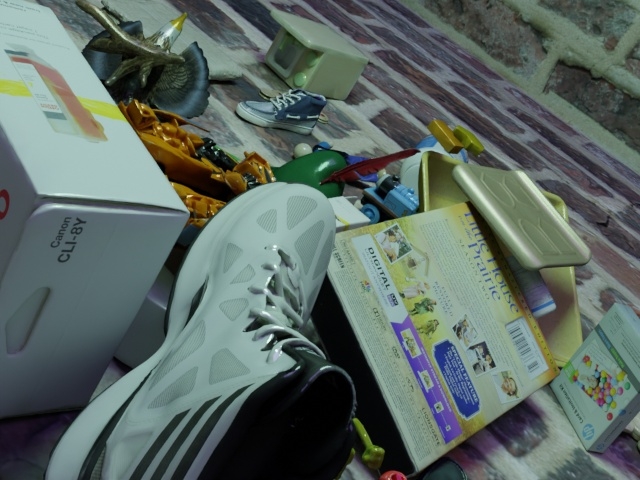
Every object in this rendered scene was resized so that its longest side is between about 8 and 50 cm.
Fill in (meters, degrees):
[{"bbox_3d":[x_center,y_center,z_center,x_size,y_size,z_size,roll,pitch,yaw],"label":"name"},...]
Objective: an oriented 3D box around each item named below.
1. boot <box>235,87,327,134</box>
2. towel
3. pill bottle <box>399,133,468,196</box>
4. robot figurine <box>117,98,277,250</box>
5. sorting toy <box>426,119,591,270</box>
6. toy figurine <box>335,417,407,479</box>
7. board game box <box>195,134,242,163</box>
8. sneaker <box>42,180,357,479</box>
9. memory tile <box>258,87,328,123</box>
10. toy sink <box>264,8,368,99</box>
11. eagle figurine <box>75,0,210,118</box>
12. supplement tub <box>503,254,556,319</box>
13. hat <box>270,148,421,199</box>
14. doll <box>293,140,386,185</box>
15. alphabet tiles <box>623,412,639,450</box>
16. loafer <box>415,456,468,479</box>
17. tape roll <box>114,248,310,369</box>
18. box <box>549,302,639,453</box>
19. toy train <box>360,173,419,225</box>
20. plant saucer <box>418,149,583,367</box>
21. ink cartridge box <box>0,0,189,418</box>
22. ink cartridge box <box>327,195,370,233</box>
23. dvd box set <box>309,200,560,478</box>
[{"bbox_3d":[-0.079,-0.277,1.715,0.190,0.086,0.069,5,37,-41],"label":"boot"},{"bbox_3d":[-0.317,-0.418,1.761,0.282,0.049,0.187,41,30,18],"label":"towel"},{"bbox_3d":[0.235,-0.145,1.764,0.124,0.124,0.221,33,27,5],"label":"pill bottle"},{"bbox_3d":[-0.131,-0.058,0.995,0.291,0.085,0.211,15,47,-59],"label":"robot figurine"},{"bbox_3d":[0.300,-0.071,1.381,0.229,0.041,0.307,-4,53,-51],"label":"sorting toy"},{"bbox_3d":[-0.041,0.285,0.709,0.217,0.191,0.362,3,36,-34],"label":"toy figurine"},{"bbox_3d":[-0.193,-0.092,1.347,0.124,0.039,0.259,29,30,-4],"label":"board game box"},{"bbox_3d":[-0.034,0.103,0.780,0.169,0.257,0.447,54,48,-29],"label":"sneaker"},{"bbox_3d":[-0.058,-0.298,1.852,0.148,0.012,0.113,-4,42,-47],"label":"memory tile"},{"bbox_3d":[-0.029,-0.430,1.977,0.153,0.131,0.234,45,26,27],"label":"toy sink"},{"bbox_3d":[-0.307,-0.315,1.496,0.298,0.225,0.226,-161,-129,-80],"label":"eagle figurine"},{"bbox_3d":[0.323,0.075,1.340,0.071,0.071,0.107,-12,75,-53],"label":"supplement tub"},{"bbox_3d":[0.016,-0.147,1.482,0.208,0.183,0.173,7,35,-38],"label":"hat"},{"bbox_3d":[0.033,-0.157,1.666,0.189,0.046,0.129,10,42,-23],"label":"doll"},{"bbox_3d":[0.567,0.297,1.459,0.278,0.021,0.284,20,29,-18],"label":"alphabet tiles"},{"bbox_3d":[0.135,0.311,0.941,0.076,0.078,0.223,34,27,5],"label":"loafer"},{"bbox_3d":[-0.155,0.060,1.055,0.286,0.100,0.286,24,28,-14],"label":"tape roll"},{"bbox_3d":[0.447,0.212,1.300,0.038,0.186,0.145,15,31,-23],"label":"box"},{"bbox_3d":[0.155,-0.045,1.533,0.184,0.105,0.080,42,29,22],"label":"toy train"},{"bbox_3d":[0.288,0.046,1.427,0.333,0.081,0.332,16,62,-27],"label":"plant saucer"},{"bbox_3d":[-0.329,-0.046,0.869,0.160,0.279,0.384,4,38,-44],"label":"ink cartridge box"},{"bbox_3d":[0.000,0.000,1.292,0.067,0.115,0.198,42,30,23],"label":"ink cartridge box"},{"bbox_3d":[0.160,0.111,1.160,0.420,0.062,0.307,-15,78,-51],"label":"dvd box set"}]
